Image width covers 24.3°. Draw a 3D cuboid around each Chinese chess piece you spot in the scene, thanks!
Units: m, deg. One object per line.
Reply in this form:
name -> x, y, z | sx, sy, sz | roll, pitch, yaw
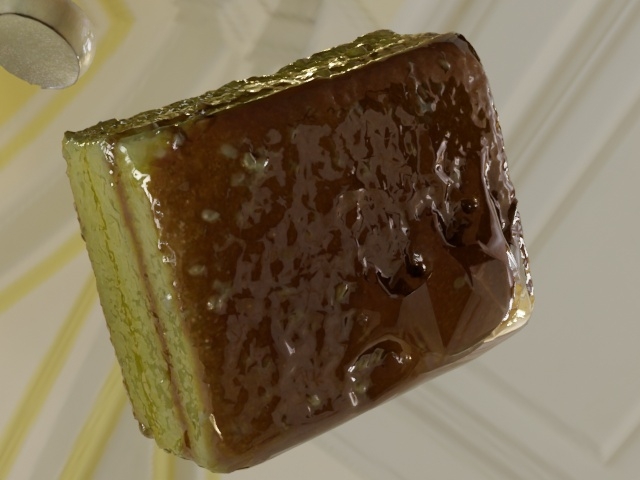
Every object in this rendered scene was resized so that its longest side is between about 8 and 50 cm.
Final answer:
Chinese chess piece -> -0.300, -0.218, 1.592 | 0.122, 0.122, 0.051 | 27, -123, -9

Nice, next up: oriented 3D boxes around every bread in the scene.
bread -> 0.000, 0.000, 0.787 | 0.234, 0.184, 0.110 | -23, -162, -34
